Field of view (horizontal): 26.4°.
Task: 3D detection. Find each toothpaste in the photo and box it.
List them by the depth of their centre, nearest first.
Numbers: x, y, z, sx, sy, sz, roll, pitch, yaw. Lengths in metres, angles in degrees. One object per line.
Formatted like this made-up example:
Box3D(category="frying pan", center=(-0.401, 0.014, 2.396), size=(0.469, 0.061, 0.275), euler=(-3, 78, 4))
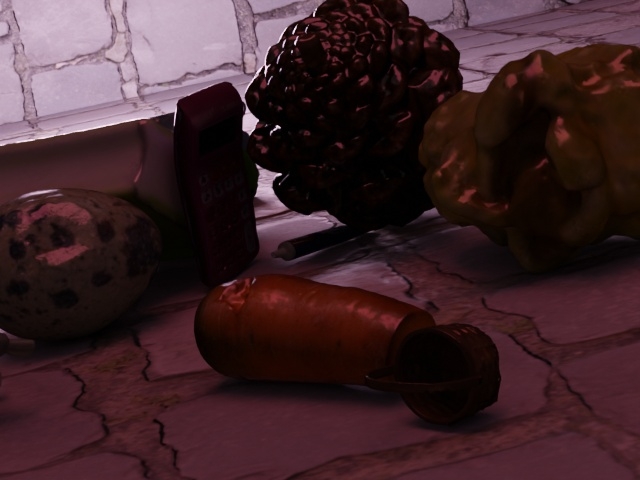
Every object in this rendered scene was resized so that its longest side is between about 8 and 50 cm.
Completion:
Box3D(category="toothpaste", center=(0.000, 0.000, 1.421), size=(0.037, 0.021, 0.140), euler=(8, 18, 44))

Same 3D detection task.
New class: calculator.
Box3D(category="calculator", center=(-0.106, -0.056, 1.362), size=(0.034, 0.191, 0.126), euler=(-2, 15, 21))

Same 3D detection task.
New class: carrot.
Box3D(category="carrot", center=(-0.005, 0.067, 1.007), size=(0.193, 0.087, 0.087), euler=(1, 17, 34))

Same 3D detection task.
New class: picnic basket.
Box3D(category="picnic basket", center=(0.070, 0.088, 0.873), size=(0.072, 0.072, 0.083), euler=(1, 5, 42))

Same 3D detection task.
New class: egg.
Box3D(category="egg", center=(-0.234, 0.021, 1.254), size=(0.181, 0.141, 0.141), euler=(-13, 13, -3))

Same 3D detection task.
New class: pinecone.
Box3D(category="pinecone", center=(0.049, -0.119, 1.408), size=(0.244, 0.244, 0.309), euler=(-6, -17, 20))

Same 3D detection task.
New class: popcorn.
Box3D(category="popcorn", center=(0.215, -0.076, 1.225), size=(0.256, 0.195, 0.255), euler=(-1, 6, 34))

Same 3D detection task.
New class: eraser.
Box3D(category="eraser", center=(-0.243, -0.036, 1.424), size=(0.274, 0.092, 0.210), euler=(-8, -21, 24))

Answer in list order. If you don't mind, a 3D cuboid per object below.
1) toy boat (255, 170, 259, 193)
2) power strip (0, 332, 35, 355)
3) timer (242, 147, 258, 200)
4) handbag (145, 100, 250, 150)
Box3D(category="toy boat", center=(-0.144, -0.074, 1.759), size=(0.137, 0.061, 0.060), euler=(-16, 14, -19))
Box3D(category="power strip", center=(-0.347, 0.080, 1.033), size=(0.253, 0.168, 0.054), euler=(-11, 19, -15))
Box3D(category="timer", center=(-0.142, -0.052, 1.531), size=(0.140, 0.128, 0.047), euler=(3, -23, 24))
Box3D(category="handbag", center=(-0.180, -0.080, 1.675), size=(0.179, 0.062, 0.229), euler=(-9, 34, 14))
